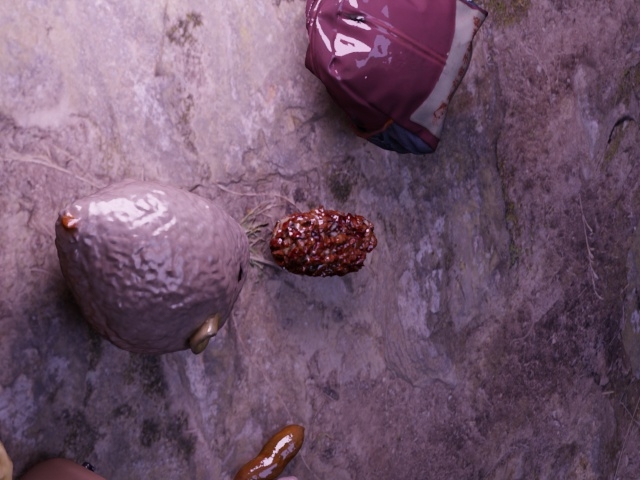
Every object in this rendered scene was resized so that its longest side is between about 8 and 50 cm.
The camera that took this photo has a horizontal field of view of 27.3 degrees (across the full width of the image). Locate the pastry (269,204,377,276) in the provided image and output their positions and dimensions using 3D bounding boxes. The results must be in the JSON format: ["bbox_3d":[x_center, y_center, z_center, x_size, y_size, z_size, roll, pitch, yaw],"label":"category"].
[{"bbox_3d":[0.000,0.002,2.076,0.208,0.097,0.115,1,92,-51],"label":"pastry"}]

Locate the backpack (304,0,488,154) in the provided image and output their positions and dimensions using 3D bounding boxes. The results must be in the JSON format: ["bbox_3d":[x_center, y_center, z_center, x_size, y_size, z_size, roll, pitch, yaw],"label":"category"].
[{"bbox_3d":[0.090,-0.301,2.038,0.317,0.197,0.283,21,84,-45],"label":"backpack"}]

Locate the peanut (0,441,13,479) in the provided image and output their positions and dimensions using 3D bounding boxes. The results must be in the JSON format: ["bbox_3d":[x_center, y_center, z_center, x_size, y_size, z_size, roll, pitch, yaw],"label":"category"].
[{"bbox_3d":[-0.471,0.366,1.589,0.147,0.147,0.305,30,70,-49],"label":"peanut"}]

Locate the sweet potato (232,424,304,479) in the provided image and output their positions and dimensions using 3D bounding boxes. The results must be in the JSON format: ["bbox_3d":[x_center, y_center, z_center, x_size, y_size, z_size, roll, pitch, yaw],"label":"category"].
[{"bbox_3d":[-0.091,0.360,2.096,0.195,0.056,0.056,-39,126,-30],"label":"sweet potato"}]

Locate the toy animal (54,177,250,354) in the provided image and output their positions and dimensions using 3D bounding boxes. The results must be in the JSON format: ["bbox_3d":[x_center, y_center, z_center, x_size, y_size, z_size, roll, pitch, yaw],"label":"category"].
[{"bbox_3d":[-0.221,0.039,1.758,0.358,0.188,0.226,20,78,-49],"label":"toy animal"}]

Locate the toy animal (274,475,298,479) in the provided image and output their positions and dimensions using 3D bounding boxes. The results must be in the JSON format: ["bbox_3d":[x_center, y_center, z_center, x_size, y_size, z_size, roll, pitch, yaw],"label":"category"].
[{"bbox_3d":[-0.098,0.469,2.060,0.212,0.124,0.124,-36,125,-34],"label":"toy animal"}]

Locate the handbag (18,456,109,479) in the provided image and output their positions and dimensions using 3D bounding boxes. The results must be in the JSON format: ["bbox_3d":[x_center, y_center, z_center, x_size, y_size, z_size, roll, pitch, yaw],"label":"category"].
[{"bbox_3d":[-0.324,0.431,1.652,0.283,0.302,0.149,-48,129,-23],"label":"handbag"}]
